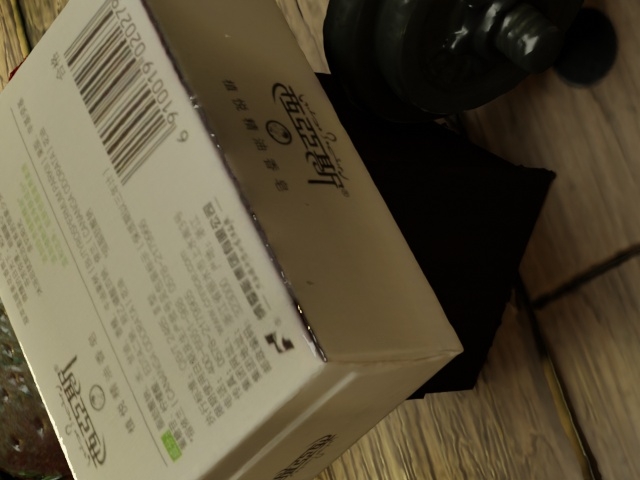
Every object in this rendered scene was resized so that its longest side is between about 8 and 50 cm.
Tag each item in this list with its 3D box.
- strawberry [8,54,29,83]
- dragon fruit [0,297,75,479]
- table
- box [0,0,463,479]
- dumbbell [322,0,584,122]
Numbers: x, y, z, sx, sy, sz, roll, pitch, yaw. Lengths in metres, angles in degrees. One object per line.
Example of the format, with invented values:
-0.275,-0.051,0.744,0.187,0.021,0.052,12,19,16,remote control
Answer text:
-0.224,-0.065,1.248,0.121,0.082,0.188,-28,74,43,strawberry
-0.184,0.075,1.144,0.268,0.130,0.295,40,115,6,dragon fruit
0.000,0.000,0.951,0.169,0.193,0.172,33,112,39,table
-0.072,0.005,0.809,0.194,0.111,0.260,-44,64,35,box
0.044,-0.190,0.914,0.290,0.192,0.192,48,121,34,dumbbell
